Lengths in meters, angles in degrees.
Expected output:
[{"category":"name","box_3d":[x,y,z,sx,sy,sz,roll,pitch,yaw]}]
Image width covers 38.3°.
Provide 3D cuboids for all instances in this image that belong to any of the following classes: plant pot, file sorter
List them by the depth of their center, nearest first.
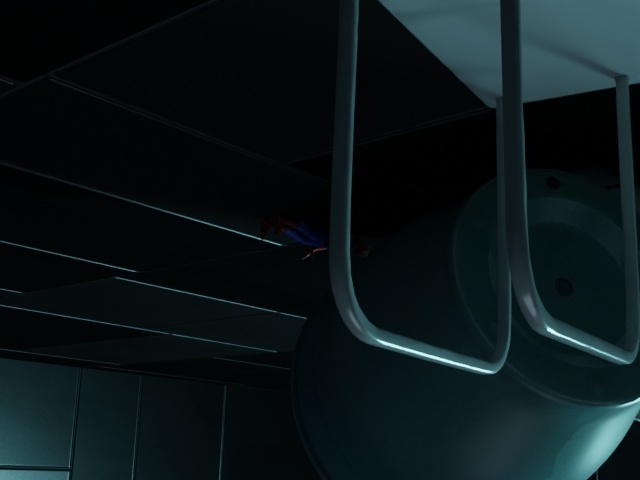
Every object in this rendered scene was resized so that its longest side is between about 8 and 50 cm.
[{"category":"file sorter","box_3d":[0.163,-0.045,0.352,0.277,0.173,0.192,-7,164,30]},{"category":"plant pot","box_3d":[0.138,0.084,0.729,0.271,0.272,0.255,6,152,-15]}]

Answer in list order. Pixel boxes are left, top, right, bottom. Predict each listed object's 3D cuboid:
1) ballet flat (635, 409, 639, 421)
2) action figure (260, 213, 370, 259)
[{"category":"ballet flat","box_3d":[0.521,0.159,1.274,0.146,0.147,0.409,7,162,-18]},{"category":"action figure","box_3d":[0.000,0.000,0.851,0.115,0.030,0.038,10,159,-35]}]
